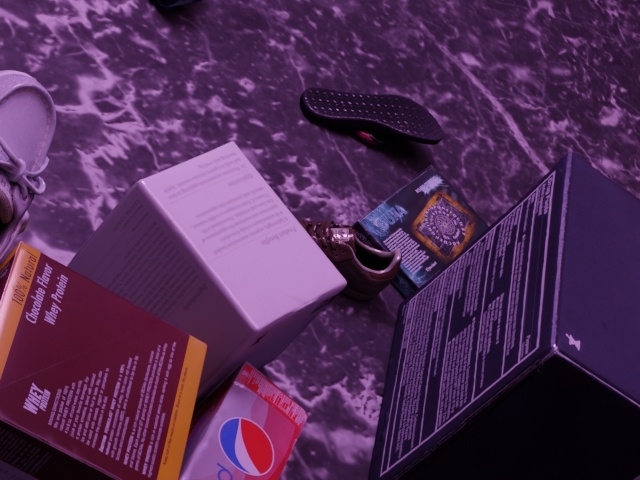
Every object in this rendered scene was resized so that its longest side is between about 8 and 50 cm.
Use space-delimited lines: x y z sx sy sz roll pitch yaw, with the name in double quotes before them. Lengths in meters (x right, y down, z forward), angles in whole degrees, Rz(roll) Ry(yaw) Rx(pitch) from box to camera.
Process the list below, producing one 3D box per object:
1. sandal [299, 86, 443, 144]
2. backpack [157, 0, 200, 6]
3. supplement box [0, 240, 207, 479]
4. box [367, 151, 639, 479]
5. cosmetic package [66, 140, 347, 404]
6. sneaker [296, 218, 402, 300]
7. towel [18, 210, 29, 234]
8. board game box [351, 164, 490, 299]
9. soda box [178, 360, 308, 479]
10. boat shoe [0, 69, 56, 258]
"sandal" 0.057 -0.140 2.241 0.179 0.040 0.067 9 43 -18
"backpack" -0.153 -0.326 2.157 0.084 0.105 0.114 -10 68 -46
"supplement box" -0.224 0.143 1.635 0.194 0.129 0.191 30 40 -19
"box" 0.215 0.127 1.922 0.182 0.294 0.296 32 40 -16
"cosmetic package" -0.109 0.034 1.824 0.184 0.151 0.151 52 38 10
"sneaker" 0.000 0.000 2.022 0.188 0.071 0.066 22 43 -27
"towel" -0.472 -0.123 1.694 0.374 0.090 0.320 -7 64 -46
"board game box" 0.120 -0.004 2.175 0.126 0.026 0.186 48 38 5
"soda box" -0.101 0.230 1.697 0.083 0.092 0.263 39 38 -7
"boat shoe" -0.309 -0.011 1.623 0.320 0.103 0.118 -57 131 -27
